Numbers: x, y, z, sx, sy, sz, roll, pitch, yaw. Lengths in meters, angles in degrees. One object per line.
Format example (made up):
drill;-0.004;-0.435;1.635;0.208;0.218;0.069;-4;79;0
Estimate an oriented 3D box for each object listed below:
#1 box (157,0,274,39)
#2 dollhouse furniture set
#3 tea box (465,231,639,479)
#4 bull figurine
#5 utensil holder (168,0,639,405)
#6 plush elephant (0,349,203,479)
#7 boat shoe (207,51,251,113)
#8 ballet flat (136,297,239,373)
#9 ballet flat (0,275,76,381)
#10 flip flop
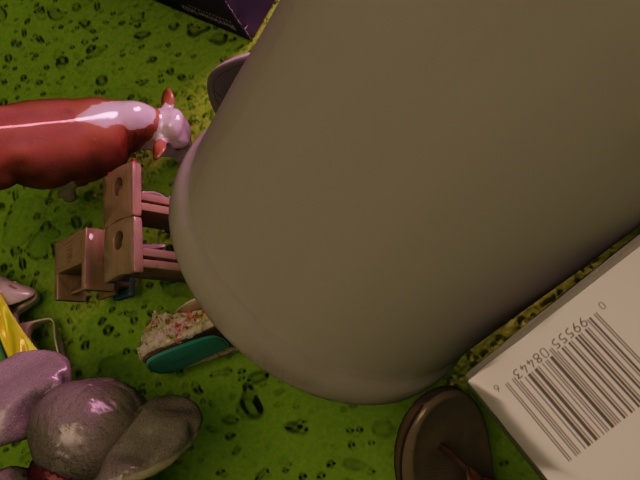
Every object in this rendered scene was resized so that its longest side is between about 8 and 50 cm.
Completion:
box;-0.229;-0.445;0.762;0.343;0.312;0.179;28;85;18
dollhouse furniture set;-0.220;-0.001;0.776;0.184;0.129;0.128;-17;71;41
tea box;0.307;0.091;0.492;0.329;0.323;0.220;-39;71;3
bull figurine;-0.306;-0.106;0.751;0.188;0.310;0.101;-29;77;43
utensil holder;0.101;-0.098;0.505;0.385;0.328;0.327;-48;65;41
plush elephant;-0.245;0.253;0.644;0.272;0.330;0.255;22;65;25
boat shoe;0.024;-0.187;0.754;0.321;0.103;0.118;-4;119;17
ballet flat;-0.099;0.086;0.730;0.241;0.091;0.077;-14;52;7
ballet flat;-0.383;0.105;0.808;0.077;0.077;0.231;-32;73;-17
flip flop;0.141;0.267;0.580;0.080;0.112;0.277;-9;90;57
